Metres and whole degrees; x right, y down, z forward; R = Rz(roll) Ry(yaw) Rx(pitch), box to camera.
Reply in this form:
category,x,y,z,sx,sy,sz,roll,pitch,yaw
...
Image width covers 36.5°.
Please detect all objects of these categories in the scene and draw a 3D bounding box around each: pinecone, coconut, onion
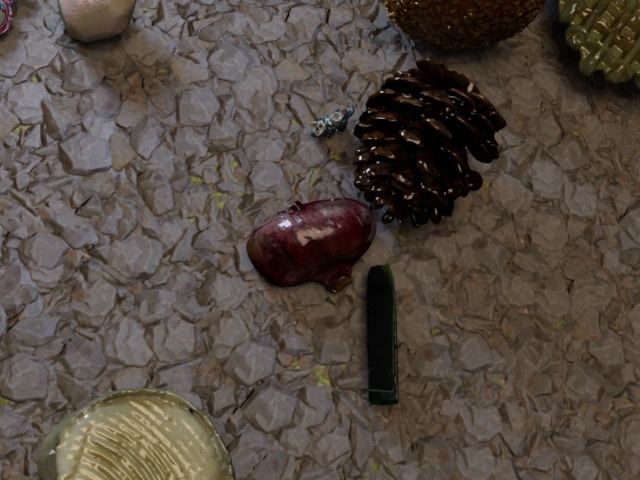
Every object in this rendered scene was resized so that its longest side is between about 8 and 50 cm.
category,x,y,z,sx,sy,sz,roll,pitch,yaw
pinecone,0.159,-0.153,1.495,0.224,0.224,0.272,32,68,-2
coconut,-0.342,-0.368,1.502,0.124,0.110,0.110,-19,76,-13
onion,0.000,0.000,1.460,0.206,0.098,0.151,-27,78,-22

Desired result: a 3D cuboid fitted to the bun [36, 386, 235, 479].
category,x,y,z,sx,sy,sz,roll,pitch,yaw
bun,-0.236,0.324,1.254,0.259,0.152,0.259,11,59,-19

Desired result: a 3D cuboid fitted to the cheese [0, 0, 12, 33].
category,x,y,z,sx,sy,sz,roll,pitch,yaw
cheese,-0.508,-0.361,1.491,0.095,0.038,0.145,35,67,-1

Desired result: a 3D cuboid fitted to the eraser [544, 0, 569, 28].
category,x,y,z,sx,sy,sz,roll,pitch,yaw
eraser,0.494,-0.408,1.762,0.212,0.046,0.092,45,66,4

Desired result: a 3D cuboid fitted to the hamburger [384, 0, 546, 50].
category,x,y,z,sx,sy,sz,roll,pitch,yaw
hamburger,0.242,-0.445,1.597,0.291,0.291,0.225,6,70,-13

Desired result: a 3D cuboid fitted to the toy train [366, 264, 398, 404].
category,x,y,z,sx,sy,sz,roll,pitch,yaw
toy train,0.094,0.141,1.463,0.044,0.042,0.209,-2,69,7

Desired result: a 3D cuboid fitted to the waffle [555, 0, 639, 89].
category,x,y,z,sx,sy,sz,roll,pitch,yaw
waffle,0.551,-0.409,1.721,0.292,0.056,0.309,-3,69,-16

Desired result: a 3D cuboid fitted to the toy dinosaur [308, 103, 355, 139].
category,x,y,z,sx,sy,sz,roll,pitch,yaw
toy dinosaur,0.020,-0.190,1.561,0.083,0.047,0.030,-28,78,-20
